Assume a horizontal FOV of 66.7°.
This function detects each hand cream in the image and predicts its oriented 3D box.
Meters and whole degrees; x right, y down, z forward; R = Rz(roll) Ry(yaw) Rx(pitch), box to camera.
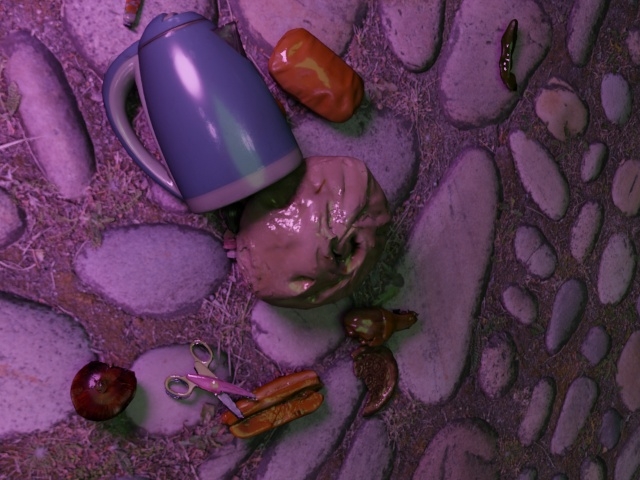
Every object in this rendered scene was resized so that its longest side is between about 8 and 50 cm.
[{"bbox_3d":[-0.365,-0.465,0.948,0.035,0.022,0.102,14,84,-21],"label":"hand cream"}]

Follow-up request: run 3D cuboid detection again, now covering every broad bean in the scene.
[{"bbox_3d":[0.529,-0.517,1.369,0.061,0.046,0.195,-19,108,-35],"label":"broad bean"}]

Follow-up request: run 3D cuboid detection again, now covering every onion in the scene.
[{"bbox_3d":[-0.422,0.293,0.941,0.117,0.118,0.118,18,87,-4],"label":"onion"}]

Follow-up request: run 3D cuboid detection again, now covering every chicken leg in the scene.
[{"bbox_3d":[0.156,0.218,1.242,0.228,0.088,0.103,5,83,-33],"label":"chicken leg"}]

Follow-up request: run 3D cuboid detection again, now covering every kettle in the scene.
[{"bbox_3d":[-0.246,-0.239,0.920,0.320,0.247,0.342,-22,108,12],"label":"kettle"}]

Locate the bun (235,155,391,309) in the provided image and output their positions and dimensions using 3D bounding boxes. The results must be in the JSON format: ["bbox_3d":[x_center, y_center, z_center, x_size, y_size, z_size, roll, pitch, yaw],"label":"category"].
[{"bbox_3d":[0.000,0.000,1.041,0.362,0.234,0.326,-47,133,-4],"label":"bun"}]

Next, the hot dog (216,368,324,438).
[{"bbox_3d":[-0.106,0.377,1.130,0.270,0.072,0.109,-12,98,-26],"label":"hot dog"}]

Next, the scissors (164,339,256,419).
[{"bbox_3d":[-0.231,0.313,1.051,0.187,0.020,0.133,32,81,1],"label":"scissors"}]

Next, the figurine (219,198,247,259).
[{"bbox_3d":[-0.181,-0.025,1.063,0.072,0.054,0.129,-13,103,-37],"label":"figurine"}]

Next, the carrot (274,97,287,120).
[{"bbox_3d":[-0.179,-0.330,1.030,0.271,0.062,0.066,33,85,-24],"label":"carrot"}]

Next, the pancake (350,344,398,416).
[{"bbox_3d":[0.130,0.360,1.272,0.190,0.020,0.184,42,78,-23],"label":"pancake"}]

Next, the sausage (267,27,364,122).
[{"bbox_3d":[-0.003,-0.360,1.081,0.241,0.120,0.136,27,98,-26],"label":"sausage"}]
